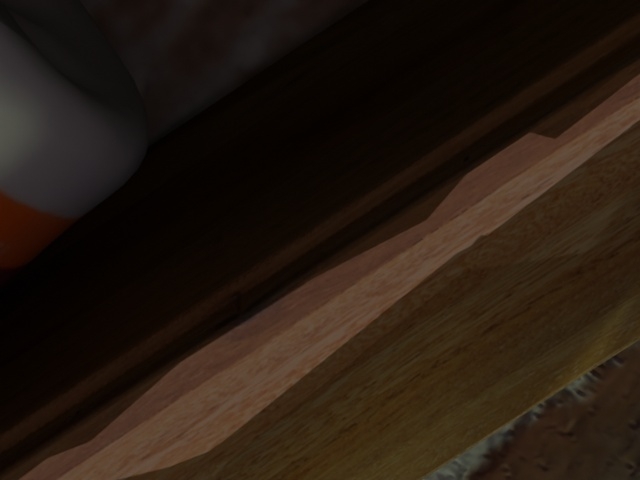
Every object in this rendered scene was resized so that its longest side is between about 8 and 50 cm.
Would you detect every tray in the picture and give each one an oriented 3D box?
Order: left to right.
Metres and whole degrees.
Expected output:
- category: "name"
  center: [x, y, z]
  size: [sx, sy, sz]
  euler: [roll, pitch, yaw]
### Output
- category: "tray"
  center: [0.000, 0.000, 0.513]
  size: [0.411, 0.203, 0.076]
  euler: [-34, 109, 4]

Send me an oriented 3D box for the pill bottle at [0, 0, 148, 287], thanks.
- category: "pill bottle"
  center: [-0.262, 0.016, 0.468]
  size: [0.392, 0.224, 0.224]
  euler: [-39, 110, 6]
